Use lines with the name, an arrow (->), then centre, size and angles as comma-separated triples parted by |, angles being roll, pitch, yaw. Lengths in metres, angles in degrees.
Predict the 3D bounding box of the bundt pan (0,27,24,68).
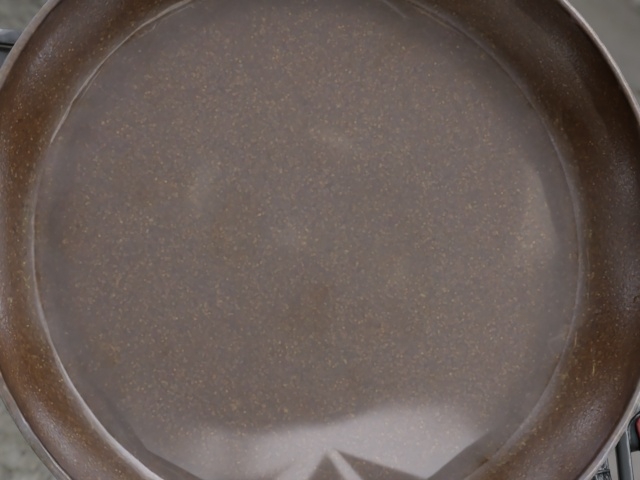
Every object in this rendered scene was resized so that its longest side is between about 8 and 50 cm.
bundt pan -> -0.276, -0.035, 0.964 | 0.331, 0.331, 0.124 | 3, 83, -44

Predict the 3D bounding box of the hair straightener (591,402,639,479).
hair straightener -> 0.199, 0.182, 1.158 | 0.047, 0.089, 0.230 | 69, 9, -71

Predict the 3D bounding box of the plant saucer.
plant saucer -> 0.000, 0.000, 0.752 | 0.311, 0.050, 0.310 | 2, 79, -12
